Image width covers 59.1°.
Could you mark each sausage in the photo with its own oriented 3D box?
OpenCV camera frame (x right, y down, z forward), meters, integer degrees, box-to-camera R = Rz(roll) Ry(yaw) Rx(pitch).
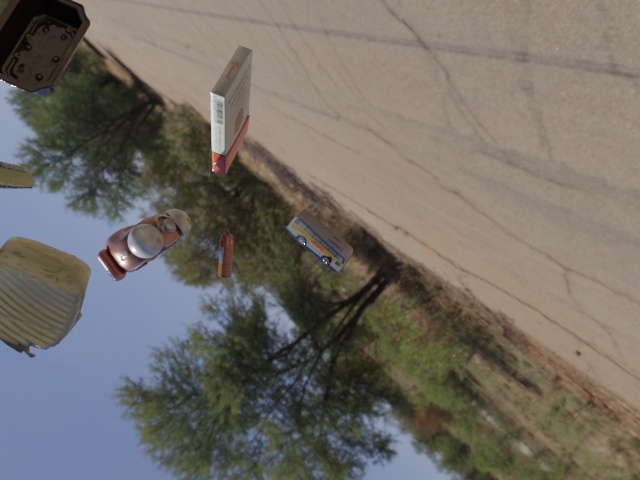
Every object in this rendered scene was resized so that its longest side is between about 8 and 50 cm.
[{"bbox_3d":[-0.207,0.029,1.239,0.031,0.107,0.031,6,-169,-1],"label":"sausage"}]

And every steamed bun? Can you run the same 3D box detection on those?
[{"bbox_3d":[-0.795,0.118,1.567,0.290,0.273,0.272,34,-171,-31],"label":"steamed bun"}]

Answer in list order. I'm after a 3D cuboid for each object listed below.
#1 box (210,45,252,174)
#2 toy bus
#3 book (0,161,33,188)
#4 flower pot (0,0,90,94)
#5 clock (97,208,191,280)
[{"bbox_3d":[-0.179,-0.254,1.138,0.035,0.139,0.245,19,149,2],"label":"box"},{"bbox_3d":[0.000,0.000,1.376,0.172,0.072,0.057,39,-140,0],"label":"toy bus"},{"bbox_3d":[-0.360,-0.060,0.506,0.160,0.024,0.228,0,-175,-19],"label":"book"},{"bbox_3d":[-0.648,-0.445,1.302,0.178,0.251,0.084,23,163,-6],"label":"flower pot"},{"bbox_3d":[-0.364,-0.004,1.177,0.093,0.162,0.166,58,-151,-6],"label":"clock"}]
